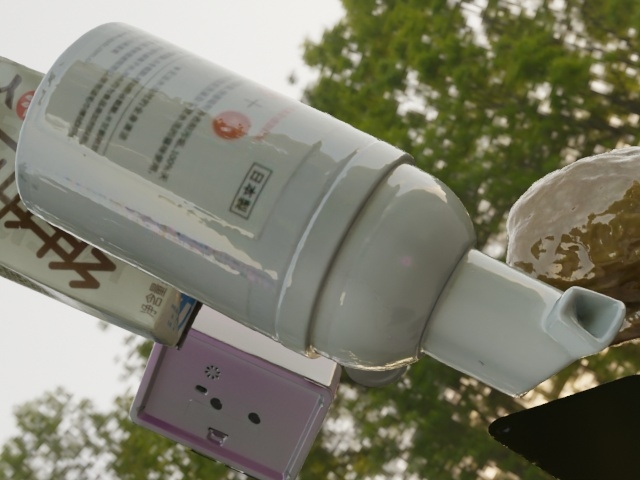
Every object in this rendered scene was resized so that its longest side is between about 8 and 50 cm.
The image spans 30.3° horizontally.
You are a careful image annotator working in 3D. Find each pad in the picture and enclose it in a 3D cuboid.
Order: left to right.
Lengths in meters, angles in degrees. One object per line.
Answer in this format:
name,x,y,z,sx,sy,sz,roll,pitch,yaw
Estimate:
pad,0.416,0.227,1.350,0.375,0.315,0.063,35,-131,-30

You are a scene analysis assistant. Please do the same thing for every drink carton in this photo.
drink carton,-0.249,-0.046,1.151,0.132,0.325,0.194,86,-153,-75

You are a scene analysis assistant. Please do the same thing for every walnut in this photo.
walnut,0.450,0.006,1.718,0.306,0.344,0.306,23,-119,-51

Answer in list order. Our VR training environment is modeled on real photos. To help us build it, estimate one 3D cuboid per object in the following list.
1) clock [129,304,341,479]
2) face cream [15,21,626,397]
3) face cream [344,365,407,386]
clock,-0.092,0.166,1.285,0.063,0.197,0.150,-64,-3,-62
face cream,0.000,0.000,0.732,0.145,0.370,0.145,-54,-18,-27
face cream,0.060,0.071,1.447,0.077,0.250,0.077,-1,-57,-2
